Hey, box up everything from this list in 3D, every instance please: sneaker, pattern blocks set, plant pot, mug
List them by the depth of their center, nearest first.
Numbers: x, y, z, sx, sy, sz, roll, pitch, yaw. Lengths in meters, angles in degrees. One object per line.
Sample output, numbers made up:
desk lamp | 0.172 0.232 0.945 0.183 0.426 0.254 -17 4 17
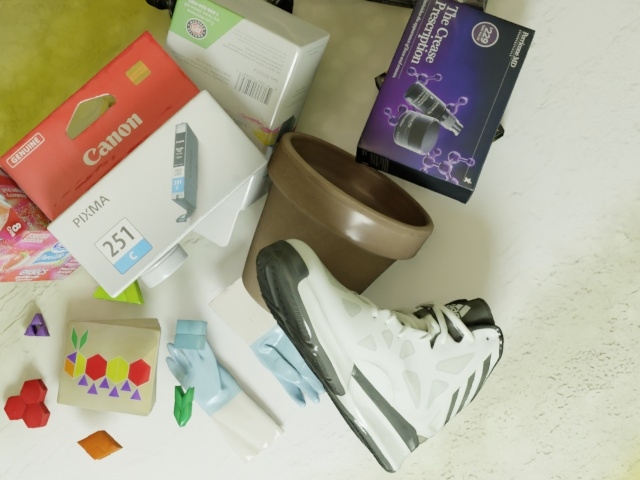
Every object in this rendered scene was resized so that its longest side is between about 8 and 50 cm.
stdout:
sneaker | 0.096 0.110 1.400 0.258 0.447 0.169 -37 40 -8
plant pot | 0.000 0.000 1.490 0.263 0.263 0.229 36 108 11
pattern blocks set | -0.334 0.197 1.576 0.325 0.026 0.285 13 85 22
mug | -0.330 -0.237 1.637 0.062 0.064 0.078 -7 82 7

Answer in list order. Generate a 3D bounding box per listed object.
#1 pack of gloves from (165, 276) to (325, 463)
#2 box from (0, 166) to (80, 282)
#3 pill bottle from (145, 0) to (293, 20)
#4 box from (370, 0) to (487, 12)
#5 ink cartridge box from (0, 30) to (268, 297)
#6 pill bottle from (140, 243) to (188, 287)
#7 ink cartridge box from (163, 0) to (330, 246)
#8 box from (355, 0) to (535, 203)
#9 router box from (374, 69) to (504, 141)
pack of gloves | -0.114 0.197 1.573 0.195 0.046 0.232 -39 89 2
box | -0.448 -0.021 1.525 0.123 0.257 0.128 -39 79 11
pill bottle | -0.164 -0.381 1.602 0.219 0.123 0.122 25 87 10
box | 0.136 -0.500 1.597 0.308 0.076 0.242 13 85 9
ink cartridge box | -0.269 -0.112 1.423 0.296 0.066 0.261 -42 95 -2
pill bottle | -0.296 -0.024 1.542 0.108 0.108 0.193 -39 102 2
ink cartridge box | -0.150 -0.191 1.536 0.207 0.119 0.353 29 119 11
box | 0.184 -0.212 1.492 0.184 0.103 0.261 21 82 3
router box | 0.186 -0.208 1.569 0.133 0.046 0.178 -30 80 2
